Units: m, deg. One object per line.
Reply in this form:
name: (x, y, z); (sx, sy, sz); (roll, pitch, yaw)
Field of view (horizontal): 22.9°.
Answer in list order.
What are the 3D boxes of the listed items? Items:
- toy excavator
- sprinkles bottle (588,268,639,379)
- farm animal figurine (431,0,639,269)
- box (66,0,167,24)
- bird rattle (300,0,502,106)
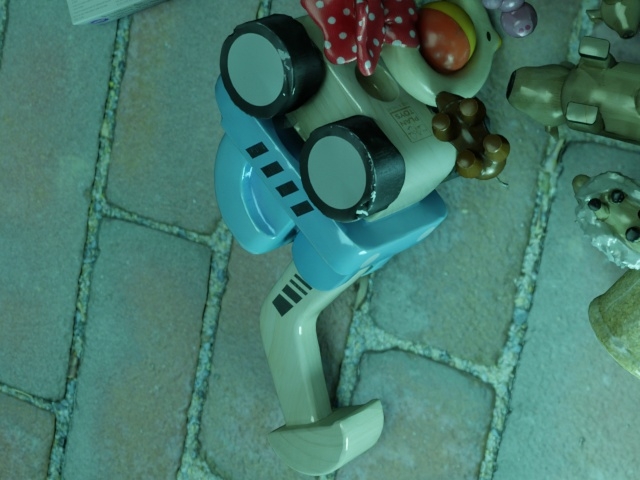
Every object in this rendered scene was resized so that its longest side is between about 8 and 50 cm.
toy excavator: (0.000, 0.000, 1.822); (0.433, 0.222, 0.445); (53, 132, 11)
sprinkles bottle: (0.430, -0.005, 1.599); (0.121, 0.121, 0.355); (49, 118, 14)
farm animal figurine: (0.280, -0.176, 1.625); (0.326, 0.172, 0.330); (30, 92, 14)
box: (-0.169, -0.335, 1.918); (0.324, 0.063, 0.067); (-15, 89, 31)
bird rattle: (0.112, -0.238, 1.681); (0.143, 0.253, 0.207); (-23, 115, 39)
